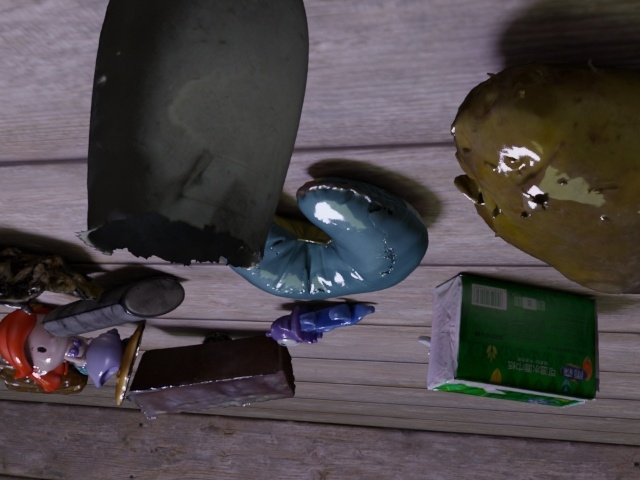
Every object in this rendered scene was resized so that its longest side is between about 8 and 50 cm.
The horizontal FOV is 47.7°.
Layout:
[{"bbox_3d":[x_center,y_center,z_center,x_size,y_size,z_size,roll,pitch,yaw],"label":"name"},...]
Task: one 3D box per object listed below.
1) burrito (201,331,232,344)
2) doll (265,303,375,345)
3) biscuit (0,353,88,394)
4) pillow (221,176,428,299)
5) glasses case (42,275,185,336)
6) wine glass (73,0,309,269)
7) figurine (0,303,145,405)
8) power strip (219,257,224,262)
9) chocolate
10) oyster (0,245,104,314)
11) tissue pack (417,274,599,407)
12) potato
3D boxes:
[{"bbox_3d":[-0.226,0.225,1.538,0.051,0.042,0.171,21,159,-9],"label":"burrito"},{"bbox_3d":[-0.005,0.136,1.196,0.206,0.067,0.110,-18,160,28],"label":"doll"},{"bbox_3d":[-0.725,0.314,1.825,0.268,0.115,0.366,5,162,3],"label":"biscuit"},{"bbox_3d":[0.000,0.000,0.790,0.233,0.086,0.214,-7,151,28],"label":"pillow"},{"bbox_3d":[-0.350,0.114,1.200,0.114,0.060,0.299,-13,178,-45],"label":"glasses case"},{"bbox_3d":[-0.062,-0.090,0.386,0.111,0.204,0.111,4,164,1],"label":"wine glass"},{"bbox_3d":[-0.495,0.222,1.427,0.257,0.180,0.208,17,-173,-9],"label":"figurine"},{"bbox_3d":[-0.098,0.010,0.900,0.064,0.044,0.305,-13,153,43],"label":"power strip"},{"bbox_3d":[-0.216,0.265,1.443,0.321,0.111,0.112,-10,135,8],"label":"chocolate"},{"bbox_3d":[-0.442,0.051,1.065,0.214,0.083,0.223,11,179,12],"label":"oyster"},{"bbox_3d":[0.259,0.150,1.028,0.209,0.148,0.156,10,160,-12],"label":"tissue pack"},{"bbox_3d":[0.222,-0.040,0.532,0.296,0.141,0.192,19,154,-26],"label":"potato"}]
